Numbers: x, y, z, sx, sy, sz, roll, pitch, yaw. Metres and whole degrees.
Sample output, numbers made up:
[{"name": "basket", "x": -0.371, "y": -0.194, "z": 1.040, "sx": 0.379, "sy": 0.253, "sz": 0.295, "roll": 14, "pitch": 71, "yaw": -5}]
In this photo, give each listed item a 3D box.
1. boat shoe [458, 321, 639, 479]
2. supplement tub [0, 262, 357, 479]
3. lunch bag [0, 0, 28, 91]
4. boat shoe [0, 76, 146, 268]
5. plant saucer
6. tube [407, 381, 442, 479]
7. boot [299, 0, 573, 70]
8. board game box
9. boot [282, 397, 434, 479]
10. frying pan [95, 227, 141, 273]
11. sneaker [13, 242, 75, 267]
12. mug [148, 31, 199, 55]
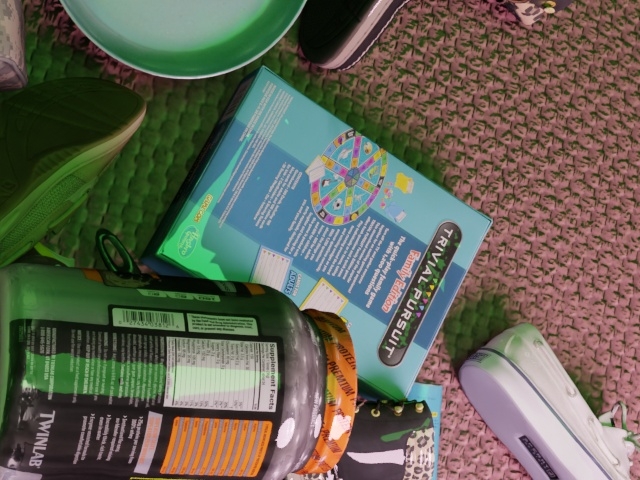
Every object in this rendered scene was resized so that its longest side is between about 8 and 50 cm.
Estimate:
[{"name": "boat shoe", "x": 0.332, "y": 0.252, "z": 1.701, "sx": 0.156, "sy": 0.136, "sz": 0.367, "roll": -38, "pitch": 88, "yaw": -26}, {"name": "supplement tub", "x": -0.150, "y": 0.135, "z": 1.335, "sx": 0.338, "sy": 0.207, "sz": 0.207, "roll": 6, "pitch": 80, "yaw": -22}, {"name": "lunch bag", "x": -0.435, "y": -0.269, "z": 1.365, "sx": 0.305, "sy": 0.212, "sz": 0.256, "roll": -6, "pitch": 91, "yaw": -5}, {"name": "boat shoe", "x": -0.302, "y": -0.064, "z": 1.454, "sx": 0.122, "sy": 0.110, "sz": 0.341, "roll": 26, "pitch": 40, "yaw": 16}, {"name": "plant saucer", "x": -0.151, "y": -0.334, "z": 1.510, "sx": 0.318, "sy": 0.044, "sz": 0.317, "roll": -3, "pitch": 98, "yaw": -25}, {"name": "tube", "x": 0.107, "y": 0.269, "z": 1.643, "sx": 0.080, "sy": 0.052, "sz": 0.207, "roll": 6, "pitch": 87, "yaw": -11}, {"name": "boot", "x": 0.170, "y": -0.331, "z": 1.679, "sx": 0.284, "sy": 0.138, "sz": 0.377, "roll": 22, "pitch": 104, "yaw": -41}, {"name": "board game box", "x": 0.000, "y": 0.000, "z": 1.613, "sx": 0.336, "sy": 0.079, "sz": 0.253, "roll": 33, "pitch": 72, "yaw": -16}, {"name": "boot", "x": 0.028, "y": 0.178, "z": 1.540, "sx": 0.179, "sy": 0.085, "sz": 0.236, "roll": -8, "pitch": 97, "yaw": -16}, {"name": "frying pan", "x": -0.168, "y": 0.160, "z": 1.534, "sx": 0.326, "sy": 0.053, "sz": 0.197, "roll": 37, "pitch": 71, "yaw": -14}, {"name": "sneaker", "x": -0.351, "y": 0.014, "z": 1.478, "sx": 0.185, "sy": 0.069, "sz": 0.084, "roll": 28, "pitch": 40, "yaw": -5}, {"name": "mug", "x": -0.183, "y": -0.233, "z": 1.576, "sx": 0.078, "sy": 0.064, "sz": 0.062, "roll": 12, "pitch": 79, "yaw": -20}]
